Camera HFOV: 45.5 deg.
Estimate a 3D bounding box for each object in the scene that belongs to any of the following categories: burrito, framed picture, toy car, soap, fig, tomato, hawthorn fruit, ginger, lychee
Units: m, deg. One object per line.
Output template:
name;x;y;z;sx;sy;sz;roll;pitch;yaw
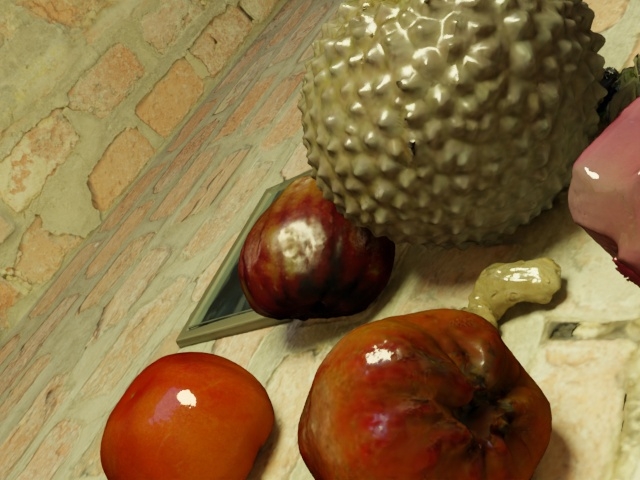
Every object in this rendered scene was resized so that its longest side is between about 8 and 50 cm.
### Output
burrito;0.377;-0.130;0.948;0.063;0.058;0.229;0;59;31
framed picture;-0.086;0.008;1.490;0.326;0.028;0.446;-19;33;42
toy car;0.364;-0.195;1.098;0.071;0.062;0.165;-53;26;-21
soap;0.385;-0.070;0.684;0.325;0.220;0.127;-47;16;-8
fig;0.001;0.013;1.139;0.263;0.224;0.224;-50;25;-25
tomato;-0.189;0.261;1.043;0.260;0.180;0.260;-42;19;18
hawthorn fruit;0.078;0.180;0.739;0.261;0.224;0.224;-33;22;50
ginger;0.172;0.114;0.888;0.259;0.065;0.149;-29;39;15
lychee;0.161;-0.179;0.970;0.380;0.380;0.432;-57;-10;-29
